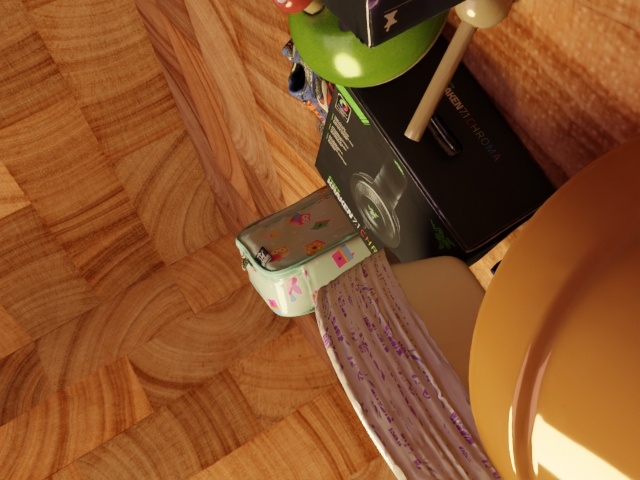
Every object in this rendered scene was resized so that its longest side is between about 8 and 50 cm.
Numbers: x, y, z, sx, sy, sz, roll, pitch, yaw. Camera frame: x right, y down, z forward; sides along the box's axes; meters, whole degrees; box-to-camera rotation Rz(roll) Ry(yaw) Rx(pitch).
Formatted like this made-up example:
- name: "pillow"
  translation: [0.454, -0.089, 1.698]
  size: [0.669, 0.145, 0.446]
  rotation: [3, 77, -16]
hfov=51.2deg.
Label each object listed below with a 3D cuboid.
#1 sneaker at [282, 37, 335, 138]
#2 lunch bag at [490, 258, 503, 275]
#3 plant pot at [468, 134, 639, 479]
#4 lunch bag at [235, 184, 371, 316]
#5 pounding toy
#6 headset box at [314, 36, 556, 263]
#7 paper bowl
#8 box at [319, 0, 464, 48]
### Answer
- name: "sneaker"
  translation: [-0.010, -0.241, 1.056]
  size: [0.083, 0.087, 0.221]
  rotation: [48, 162, 43]
- name: "lunch bag"
  translation: [0.290, 0.126, 0.721]
  size: [0.221, 0.138, 0.293]
  rotation: [60, 179, -6]
- name: "plant pot"
  translation: [0.244, 0.098, 0.322]
  size: [0.203, 0.290, 0.291]
  rotation: [-111, -3, -69]
- name: "lunch bag"
  translation: [0.000, 0.000, 1.110]
  size: [0.224, 0.279, 0.108]
  rotation: [43, 155, 56]
- name: "pounding toy"
  translation: [0.042, -0.234, 0.637]
  size: [0.237, 0.183, 0.110]
  rotation: [44, -161, 26]
- name: "headset box"
  translation: [0.122, -0.080, 0.819]
  size: [0.246, 0.131, 0.283]
  rotation: [57, 165, 10]
- name: "paper bowl"
  translation: [0.129, 0.130, 0.662]
  size: [0.284, 0.148, 0.284]
  rotation: [53, -171, -13]
- name: "box"
  translation: [0.099, -0.235, 0.303]
  size: [0.103, 0.261, 0.184]
  rotation: [52, 165, 29]
